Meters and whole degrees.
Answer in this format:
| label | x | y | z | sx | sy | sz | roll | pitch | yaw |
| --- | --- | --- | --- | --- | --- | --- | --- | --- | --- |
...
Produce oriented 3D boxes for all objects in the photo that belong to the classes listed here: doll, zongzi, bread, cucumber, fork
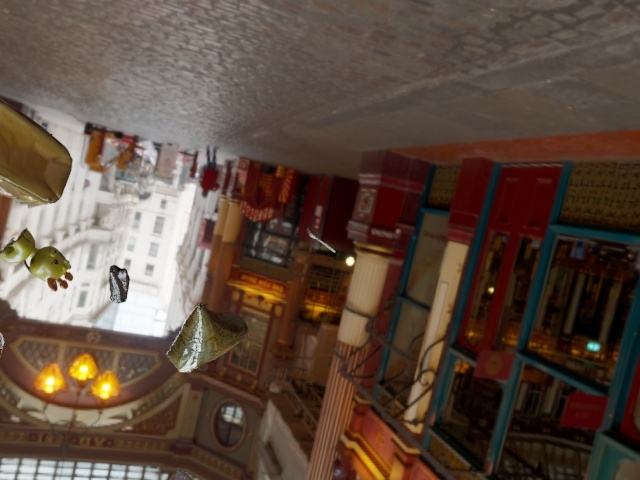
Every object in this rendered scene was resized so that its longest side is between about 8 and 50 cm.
| label | x | y | z | sx | sy | sz | roll | pitch | yaw |
| --- | --- | --- | --- | --- | --- | --- | --- | --- | --- |
| doll | -0.869 | 0.069 | 1.727 | 0.221 | 0.135 | 0.143 | 46 | -162 | -27 |
| zongzi | -0.264 | 0.206 | 1.430 | 0.115 | 0.256 | 0.228 | 40 | -142 | 21 |
| bread | -0.580 | -0.162 | 1.021 | 0.107 | 0.136 | 0.241 | 5 | 163 | 17 |
| cucumber | -0.341 | 0.071 | 0.942 | 0.033 | 0.034 | 0.135 | 4 | 148 | -18 |
| fork | -0.001 | 0.000 | 1.608 | 0.115 | 0.016 | 0.012 | 40 | -123 | 19 |

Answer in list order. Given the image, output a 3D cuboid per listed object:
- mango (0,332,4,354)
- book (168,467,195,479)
| label | x | y | z | sx | sy | sz | roll | pitch | yaw |
| --- | --- | --- | --- | --- | --- | --- | --- | --- | --- |
| mango | -0.781 | 0.259 | 1.262 | 0.098 | 0.137 | 0.195 | 31 | 151 | -29 |
| book | -0.519 | 0.959 | 1.933 | 0.191 | 0.269 | 0.025 | 47 | 163 | -15 |
